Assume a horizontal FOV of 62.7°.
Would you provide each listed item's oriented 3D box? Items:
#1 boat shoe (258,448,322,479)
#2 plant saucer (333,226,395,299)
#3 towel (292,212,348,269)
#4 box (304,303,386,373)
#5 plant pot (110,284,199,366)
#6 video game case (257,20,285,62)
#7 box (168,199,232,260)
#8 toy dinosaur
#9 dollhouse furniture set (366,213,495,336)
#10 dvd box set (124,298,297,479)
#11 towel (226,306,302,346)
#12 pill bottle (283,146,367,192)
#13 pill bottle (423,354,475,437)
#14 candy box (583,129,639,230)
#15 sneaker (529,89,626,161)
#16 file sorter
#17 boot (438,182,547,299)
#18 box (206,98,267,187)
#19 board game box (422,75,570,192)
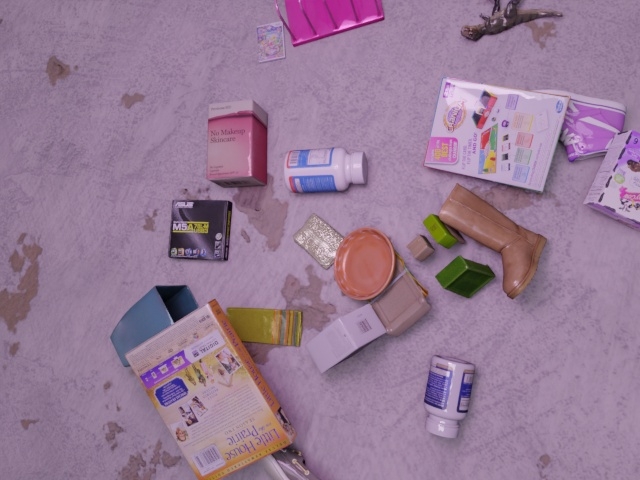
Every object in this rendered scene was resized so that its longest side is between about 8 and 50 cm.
[{"bbox_3d":[-0.071,0.633,1.429,0.091,0.109,0.305,-32,57,-32],"label":"boat shoe"},{"bbox_3d":[0.124,0.064,1.431,0.199,0.037,0.200,-11,73,38],"label":"plant saucer"},{"bbox_3d":[0.000,0.000,1.523,0.148,0.027,0.110,42,94,16],"label":"towel"},{"bbox_3d":[0.065,0.259,1.384,0.170,0.130,0.091,-45,71,40],"label":"box"},{"bbox_3d":[-0.487,0.266,1.554,0.234,0.165,0.166,-36,75,13],"label":"plant pot"},{"bbox_3d":[-0.155,-0.623,1.651,0.087,0.011,0.122,-6,81,14],"label":"video game case"},{"bbox_3d":[-0.370,-0.033,1.616,0.190,0.045,0.184,2,86,15],"label":"box"},{"bbox_3d":[0.515,-0.636,1.450,0.267,0.064,0.118,-11,95,13],"label":"toy dinosaur"},{"bbox_3d":[0.272,0.105,1.419,0.301,0.151,0.198,-46,53,23],"label":"dollhouse furniture set"},{"bbox_3d":[-0.295,0.407,1.397,0.307,0.062,0.421,-33,89,17],"label":"dvd box set"},{"bbox_3d":[-0.169,0.250,1.539,0.237,0.021,0.102,1,83,15],"label":"towel"},{"bbox_3d":[0.017,-0.200,1.494,0.221,0.124,0.125,0,83,15],"label":"pill bottle"},{"bbox_3d":[0.324,0.397,1.342,0.111,0.112,0.187,11,86,16],"label":"pill bottle"},{"bbox_3d":[0.769,-0.143,1.286,0.164,0.070,0.196,24,91,-6],"label":"candy box"},{"bbox_3d":[0.625,-0.292,1.357,0.281,0.102,0.161,14,90,16],"label":"sneaker"},{"bbox_3d":[0.015,-0.739,1.531,0.290,0.182,0.202,-12,80,13],"label":"file sorter"},{"bbox_3d":[0.414,-0.001,1.330,0.269,0.089,0.236,33,48,8],"label":"boot"},{"bbox_3d":[-0.248,-0.285,1.573,0.148,0.127,0.233,-3,83,15],"label":"box"},{"bbox_3d":[0.448,-0.279,1.365,0.316,0.064,0.243,17,109,20],"label":"board game box"}]
